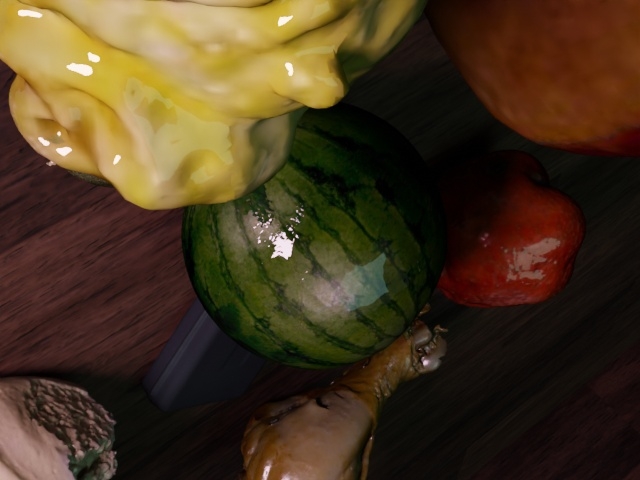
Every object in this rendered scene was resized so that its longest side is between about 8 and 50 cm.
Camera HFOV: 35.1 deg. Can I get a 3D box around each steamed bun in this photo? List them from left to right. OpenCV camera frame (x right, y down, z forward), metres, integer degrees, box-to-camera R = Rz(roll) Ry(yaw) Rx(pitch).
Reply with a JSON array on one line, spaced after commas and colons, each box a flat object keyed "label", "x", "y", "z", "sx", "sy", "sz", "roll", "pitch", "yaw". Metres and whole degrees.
[{"label": "steamed bun", "x": -0.305, "y": 0.254, "z": 0.936, "sx": 0.225, "sy": 0.170, "sz": 0.200, "roll": -49, "pitch": 158, "yaw": 12}]

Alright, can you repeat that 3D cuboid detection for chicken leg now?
[{"label": "chicken leg", "x": 0.041, "y": 0.243, "z": 1.407, "sx": 0.429, "sy": 0.201, "sz": 0.152, "roll": -44, "pitch": 148, "yaw": -33}]

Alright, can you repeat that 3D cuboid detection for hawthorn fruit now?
[{"label": "hawthorn fruit", "x": 0.192, "y": -0.007, "z": 1.262, "sx": 0.243, "sy": 0.207, "sz": 0.207, "roll": -13, "pitch": 143, "yaw": -18}]

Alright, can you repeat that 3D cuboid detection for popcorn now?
[{"label": "popcorn", "x": -0.069, "y": -0.189, "z": 0.515, "sx": 0.312, "sy": 0.312, "sz": 0.312, "roll": -34, "pitch": 151, "yaw": -21}]

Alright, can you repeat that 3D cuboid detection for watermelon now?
[{"label": "watermelon", "x": -0.003, "y": -0.004, "z": 0.916, "sx": 0.242, "sy": 0.242, "sz": 0.242, "roll": -34, "pitch": 151, "yaw": -21}]

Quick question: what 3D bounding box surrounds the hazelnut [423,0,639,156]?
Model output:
[{"label": "hazelnut", "x": 0.236, "y": -0.278, "z": 0.743, "sx": 0.402, "sy": 0.402, "sz": 0.429, "roll": -33, "pitch": 140, "yaw": -22}]

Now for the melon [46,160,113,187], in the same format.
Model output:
[{"label": "melon", "x": -0.132, "y": -0.101, "z": 0.727, "sx": 0.167, "sy": 0.114, "sz": 0.114, "roll": -36, "pitch": 155, "yaw": 10}]

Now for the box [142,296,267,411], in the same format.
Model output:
[{"label": "box", "x": -0.092, "y": 0.092, "z": 1.135, "sx": 0.160, "sy": 0.050, "sz": 0.230, "roll": 0, "pitch": 129, "yaw": -56}]
